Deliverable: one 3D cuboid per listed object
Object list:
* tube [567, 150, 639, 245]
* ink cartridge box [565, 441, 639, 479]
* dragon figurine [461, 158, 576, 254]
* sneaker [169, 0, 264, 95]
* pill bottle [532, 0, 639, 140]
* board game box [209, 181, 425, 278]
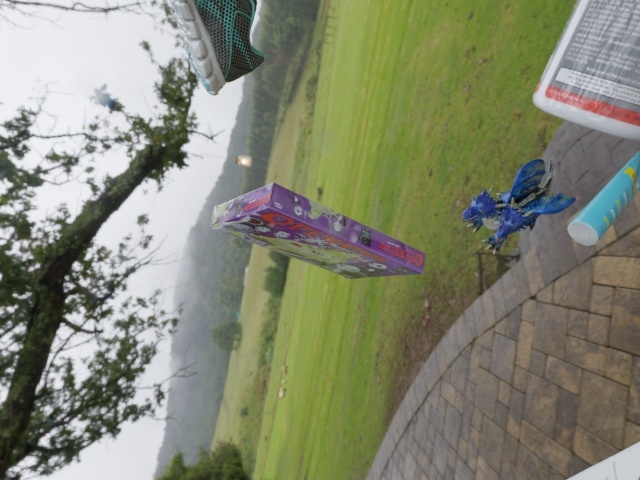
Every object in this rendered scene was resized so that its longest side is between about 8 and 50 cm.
[{"bbox_3d":[0.528,-0.074,0.794,0.052,0.207,0.080,30,154,46],"label":"tube"},{"bbox_3d":[0.397,0.263,0.370,0.289,0.211,0.121,-53,-8,30],"label":"ink cartridge box"},{"bbox_3d":[0.319,-0.064,0.672,0.085,0.289,0.144,57,158,14],"label":"dragon figurine"},{"bbox_3d":[-0.095,-0.219,0.394,0.065,0.076,0.166,54,163,35],"label":"sneaker"},{"bbox_3d":[0.520,-0.364,0.702,0.210,0.210,0.363,-97,20,-60],"label":"pill bottle"},{"bbox_3d":[0.000,0.000,0.803,0.208,0.347,0.056,-17,58,50],"label":"board game box"}]
